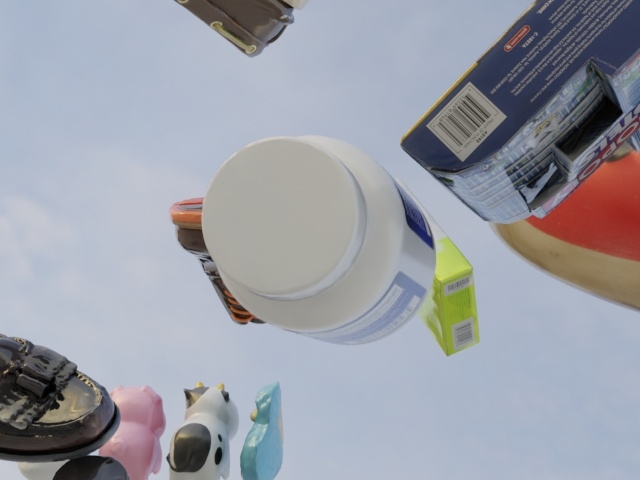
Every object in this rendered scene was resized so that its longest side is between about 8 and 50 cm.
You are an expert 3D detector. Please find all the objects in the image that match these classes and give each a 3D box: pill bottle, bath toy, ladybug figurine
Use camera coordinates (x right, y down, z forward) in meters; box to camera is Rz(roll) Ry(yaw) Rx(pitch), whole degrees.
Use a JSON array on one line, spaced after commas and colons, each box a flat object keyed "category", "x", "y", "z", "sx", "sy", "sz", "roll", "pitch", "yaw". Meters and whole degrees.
[{"category": "pill bottle", "x": 0.000, "y": 0.000, "z": 0.745, "sx": 0.112, "sy": 0.187, "sz": 0.112, "roll": -2, "pitch": -99, "yaw": 13}, {"category": "bath toy", "x": -0.225, "y": 0.243, "z": 1.667, "sx": 0.348, "sy": 0.151, "sz": 0.129, "roll": -1, "pitch": -77, "yaw": 7}, {"category": "ladybug figurine", "x": 0.355, "y": -0.044, "z": 1.201, "sx": 0.449, "sy": 0.305, "sz": 0.162, "roll": 20, "pitch": -57, "yaw": 38}]

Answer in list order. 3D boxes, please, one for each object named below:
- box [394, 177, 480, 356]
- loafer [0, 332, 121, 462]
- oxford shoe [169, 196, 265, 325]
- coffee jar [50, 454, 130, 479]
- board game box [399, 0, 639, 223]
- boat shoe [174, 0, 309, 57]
[{"category": "box", "x": 0.098, "y": 0.019, "z": 1.292, "sx": 0.042, "sy": 0.178, "sz": 0.109, "roll": -23, "pitch": -45, "yaw": -12}, {"category": "loafer", "x": -0.328, "y": 0.130, "z": 1.227, "sx": 0.303, "sy": 0.109, "sz": 0.095, "roll": 10, "pitch": -48, "yaw": 31}, {"category": "oxford shoe", "x": -0.047, "y": 0.019, "z": 1.032, "sx": 0.097, "sy": 0.271, "sz": 0.098, "roll": 1, "pitch": -95, "yaw": 18}, {"category": "coffee jar", "x": -0.206, "y": 0.291, "z": 1.217, "sx": 0.079, "sy": 0.096, "sz": 0.184, "roll": -1, "pitch": -50, "yaw": 9}, {"category": "board game box", "x": 0.152, "y": -0.082, "z": 0.708, "sx": 0.194, "sy": 0.194, "sz": 0.060, "roll": -46, "pitch": -111, "yaw": 7}, {"category": "boat shoe", "x": -0.155, "y": -0.280, "z": 1.220, "sx": 0.324, "sy": 0.116, "sz": 0.096, "roll": 25, "pitch": -66, "yaw": -36}]
